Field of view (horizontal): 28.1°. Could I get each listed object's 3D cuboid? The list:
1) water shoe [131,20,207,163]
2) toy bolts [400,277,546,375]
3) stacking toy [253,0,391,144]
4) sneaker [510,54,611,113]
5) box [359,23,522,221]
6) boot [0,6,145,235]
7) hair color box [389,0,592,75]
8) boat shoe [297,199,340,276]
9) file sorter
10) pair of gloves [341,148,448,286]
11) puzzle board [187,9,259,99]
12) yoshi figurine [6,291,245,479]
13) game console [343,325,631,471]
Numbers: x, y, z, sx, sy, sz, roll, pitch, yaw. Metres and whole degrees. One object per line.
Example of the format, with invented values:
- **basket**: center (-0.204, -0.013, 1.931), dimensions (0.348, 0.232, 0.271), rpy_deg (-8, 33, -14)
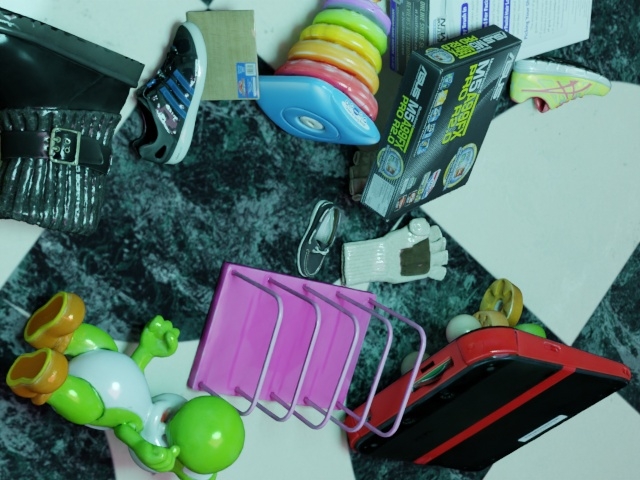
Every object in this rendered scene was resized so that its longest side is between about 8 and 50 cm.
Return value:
- **water shoe**: center (-0.212, -0.206, 1.781), dimensions (0.080, 0.073, 0.203), rpy_deg (3, 102, -32)
- **toy bolts**: center (0.238, 0.168, 2.158), dimensions (0.158, 0.218, 0.228), rpy_deg (19, 126, -23)
- **stacking toy**: center (0.041, -0.300, 1.892), dimensions (0.175, 0.165, 0.302), rpy_deg (40, 66, -44)
- **sneaker**: center (0.400, -0.260, 2.171), dimensions (0.208, 0.081, 0.094), rpy_deg (6, 108, -28)
- **box**: center (0.181, -0.177, 1.922), dimensions (0.216, 0.060, 0.270), rpy_deg (-24, 142, -45)
- **boot**: center (-0.399, -0.156, 1.636), dimensions (0.348, 0.131, 0.260), rpy_deg (19, 93, -36)
- **hair color box**: center (0.272, -0.376, 2.011), dimensions (0.339, 0.110, 0.185), rpy_deg (-21, 126, -29)
- **boat shoe**: center (0.000, 0.000, 2.002), dimensions (0.046, 0.038, 0.125), rpy_deg (17, 94, -35)
- **file sorter**: center (-0.013, 0.176, 1.958), dimensions (0.290, 0.182, 0.202), rpy_deg (13, 97, -35)
- **pair of gloves**: center (0.131, -0.043, 2.072), dimensions (0.204, 0.042, 0.240), rpy_deg (-2, 103, -33)
- **puzzle board**: center (-0.137, -0.263, 1.818), dimensions (0.096, 0.011, 0.128), rpy_deg (0, 109, 8)
- **yoshi figurine**: center (-0.242, 0.223, 1.792), dimensions (0.362, 0.203, 0.203), rpy_deg (41, 86, -30)
- **game console**: center (0.264, 0.268, 2.099), dimensions (0.342, 0.060, 0.386), rpy_deg (14, 140, -36)
